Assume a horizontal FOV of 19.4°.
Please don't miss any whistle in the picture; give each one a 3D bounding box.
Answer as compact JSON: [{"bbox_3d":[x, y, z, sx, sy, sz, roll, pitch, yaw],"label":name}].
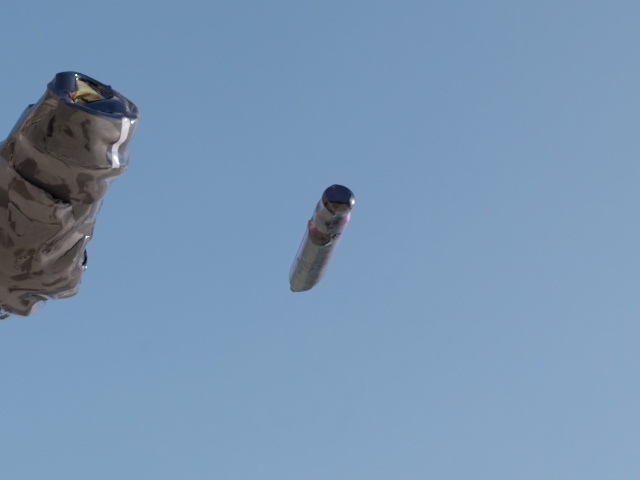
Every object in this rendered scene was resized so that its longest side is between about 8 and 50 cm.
[{"bbox_3d":[0.000,0.000,1.663,0.033,0.033,0.176,24,-28,1],"label":"whistle"}]

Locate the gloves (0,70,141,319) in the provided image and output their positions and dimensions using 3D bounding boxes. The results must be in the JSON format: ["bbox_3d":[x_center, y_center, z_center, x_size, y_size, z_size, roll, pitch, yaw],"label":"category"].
[{"bbox_3d":[-0.231,-0.018,1.444,0.142,0.119,0.285,37,-47,9],"label":"gloves"}]
